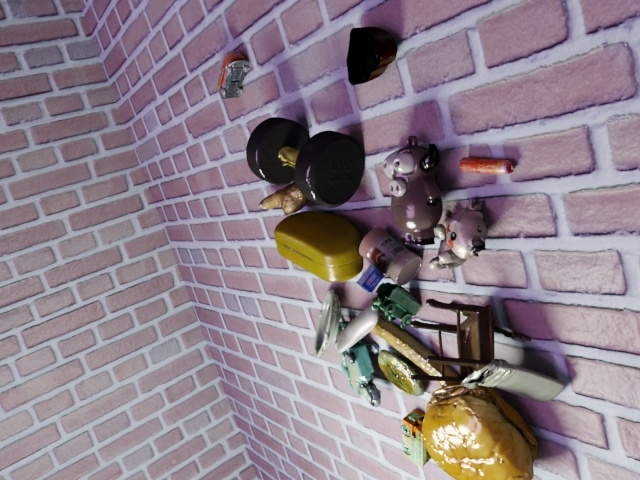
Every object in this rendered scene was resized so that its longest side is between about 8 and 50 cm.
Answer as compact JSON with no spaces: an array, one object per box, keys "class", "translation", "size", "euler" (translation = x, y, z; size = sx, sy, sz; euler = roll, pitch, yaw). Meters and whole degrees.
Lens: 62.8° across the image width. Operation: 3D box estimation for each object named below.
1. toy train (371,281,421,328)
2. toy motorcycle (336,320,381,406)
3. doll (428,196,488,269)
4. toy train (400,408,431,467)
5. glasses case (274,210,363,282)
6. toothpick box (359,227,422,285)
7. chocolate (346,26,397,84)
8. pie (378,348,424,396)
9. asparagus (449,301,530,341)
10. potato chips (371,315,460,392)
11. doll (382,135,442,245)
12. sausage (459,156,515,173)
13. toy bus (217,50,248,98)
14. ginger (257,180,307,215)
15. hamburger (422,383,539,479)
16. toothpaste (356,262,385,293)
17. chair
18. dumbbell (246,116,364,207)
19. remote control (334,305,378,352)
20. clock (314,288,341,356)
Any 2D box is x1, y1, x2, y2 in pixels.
[{"class":"toy train","translation":[0.209,0.176,1.446],"size":[0.172,0.099,0.070],"euler":[35,172,-41]},{"class":"toy motorcycle","translation":[0.127,0.415,1.788],"size":[0.198,0.109,0.296],"euler":[151,102,-71]},{"class":"doll","translation":[0.322,0.000,1.206],"size":[0.095,0.149,0.192],"euler":[19,151,-5]},{"class":"toy train","translation":[0.314,0.635,1.679],"size":[0.099,0.072,0.188],"euler":[19,125,42]},{"class":"glasses case","translation":[0.000,0.000,1.611],"size":[0.371,0.173,0.141],"euler":[25,130,54]},{"class":"toothpick box","translation":[0.190,0.043,1.435],"size":[0.149,0.098,0.098],"euler":[40,140,33]},{"class":"chocolate","translation":[0.120,-0.441,1.237],"size":[0.148,0.080,0.125],"euler":[-45,61,64]},{"class":"pie","translation":[0.244,0.409,1.611],"size":[0.187,0.041,0.187],"euler":[44,160,20]},{"class":"asparagus","translation":[0.410,0.203,1.295],"size":[0.022,0.023,0.233],"euler":[32,174,-42]},{"class":"potato chips","translation":[0.256,0.317,1.561],"size":[0.407,0.057,0.080],"euler":[33,138,41]},{"class":"doll","translation":[0.220,-0.118,1.245],"size":[0.182,0.117,0.257],"euler":[7,107,64]},{"class":"sausage","translation":[0.358,-0.158,1.117],"size":[0.129,0.034,0.034],"euler":[16,124,51]},{"class":"toy bus","translation":[-0.300,-0.563,1.776],"size":[0.077,0.079,0.174],"euler":[63,149,22]},{"class":"ginger","translation":[-0.123,-0.135,1.763],"size":[0.086,0.131,0.294],"euler":[30,161,-26]},{"class":"hamburger","translation":[0.396,0.511,1.360],"size":[0.319,0.158,0.318],"euler":[25,132,32]},{"class":"toothpaste","translation":[0.137,0.108,1.455],"size":[0.053,0.066,0.272],"euler":[41,179,7]},{"class":"chair","translation":[0.385,0.262,1.238],"size":[0.160,0.319,0.186],"euler":[106,171,-56]},{"class":"dumbbell","translation":[-0.050,-0.232,1.508],"size":[0.322,0.204,0.203],"euler":[27,132,44]},{"class":"remote control","translation":[0.108,0.277,1.657],"size":[0.229,0.044,0.073],"euler":[-46,37,38]},{"class":"clock","translation":[0.030,0.282,1.784],"size":[0.236,0.053,0.236],"euler":[-169,90,-83]}]
